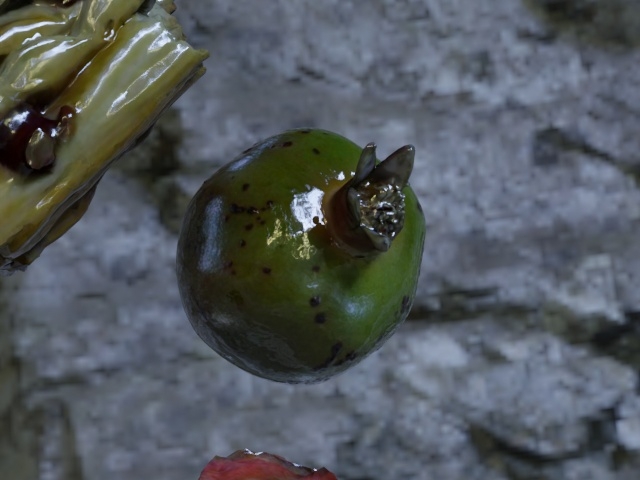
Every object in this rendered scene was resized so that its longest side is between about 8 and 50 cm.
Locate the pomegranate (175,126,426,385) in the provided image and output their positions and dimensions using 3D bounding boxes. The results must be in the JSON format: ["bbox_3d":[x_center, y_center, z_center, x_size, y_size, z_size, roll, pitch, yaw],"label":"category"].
[{"bbox_3d":[0.012,0.007,1.867,0.323,0.290,0.291,-20,-24,33],"label":"pomegranate"}]

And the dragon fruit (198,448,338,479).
[{"bbox_3d":[-0.006,0.262,0.867,0.302,0.295,0.295,35,-18,8],"label":"dragon fruit"}]

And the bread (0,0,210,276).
[{"bbox_3d":[-0.185,-0.148,1.044,0.191,0.370,0.314,45,-25,-18],"label":"bread"}]
